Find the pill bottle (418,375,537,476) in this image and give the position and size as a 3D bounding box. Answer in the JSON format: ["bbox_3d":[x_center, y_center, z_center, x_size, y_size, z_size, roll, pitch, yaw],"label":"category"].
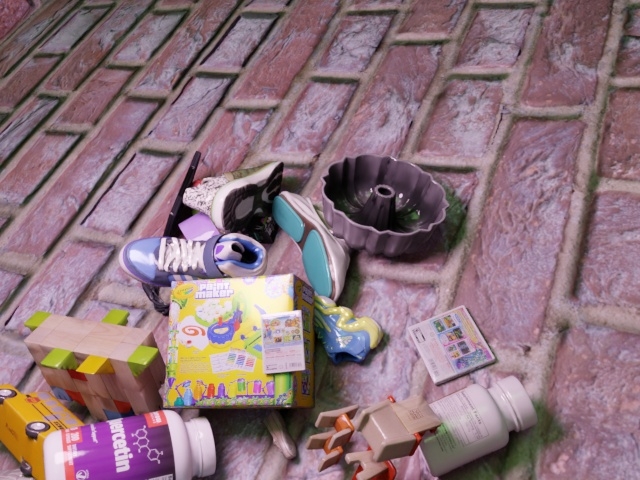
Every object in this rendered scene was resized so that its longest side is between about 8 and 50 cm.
[{"bbox_3d":[0.296,0.357,1.217,0.229,0.131,0.131,-23,48,-2],"label":"pill bottle"}]

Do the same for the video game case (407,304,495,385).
[{"bbox_3d":[0.292,0.233,1.398,0.143,0.019,0.157,-22,47,-1],"label":"video game case"}]

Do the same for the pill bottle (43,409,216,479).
[{"bbox_3d":[-0.388,0.454,1.274,0.323,0.181,0.181,-6,43,-25],"label":"pill bottle"}]

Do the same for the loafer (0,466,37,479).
[{"bbox_3d":[-0.703,0.575,1.399,0.320,0.112,0.111,-5,89,7],"label":"loafer"}]

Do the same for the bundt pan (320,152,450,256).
[{"bbox_3d":[0.154,-0.081,1.591,0.331,0.124,0.330,6,42,-5],"label":"bundt pan"}]

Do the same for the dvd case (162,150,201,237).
[{"bbox_3d":[-0.414,-0.123,1.841,0.022,0.180,0.252,20,52,-10],"label":"dvd case"}]

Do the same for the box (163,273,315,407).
[{"bbox_3d":[-0.173,0.233,1.389,0.290,0.177,0.279,-4,73,15],"label":"box"}]

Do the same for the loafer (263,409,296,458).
[{"bbox_3d":[-0.089,0.428,1.351,0.039,0.045,0.125,-40,41,7],"label":"loafer"}]

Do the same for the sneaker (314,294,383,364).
[{"bbox_3d":[0.020,0.212,1.459,0.240,0.091,0.126,16,59,28],"label":"sneaker"}]

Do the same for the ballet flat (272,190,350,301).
[{"bbox_3d":[0.000,0.000,1.628,0.139,0.139,0.400,-28,47,-6],"label":"ballet flat"}]

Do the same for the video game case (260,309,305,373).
[{"bbox_3d":[-0.077,0.208,1.269,0.087,0.011,0.121,-8,72,10],"label":"video game case"}]

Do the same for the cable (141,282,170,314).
[{"bbox_3d":[-0.403,0.128,1.708,0.151,0.047,0.184,-32,46,-16],"label":"cable"}]

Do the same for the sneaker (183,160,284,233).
[{"bbox_3d":[-0.228,-0.151,1.692,0.182,0.157,0.410,19,20,15],"label":"sneaker"}]

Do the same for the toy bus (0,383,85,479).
[{"bbox_3d":[-0.648,0.440,1.436,0.333,0.130,0.108,19,102,39],"label":"toy bus"}]

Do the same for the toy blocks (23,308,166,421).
[{"bbox_3d":[-0.498,0.317,1.442,0.382,0.260,0.190,6,37,22],"label":"toy blocks"}]

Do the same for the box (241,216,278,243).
[{"bbox_3d":[-0.171,-0.030,1.751,0.083,0.052,0.062,1,50,21],"label":"box"}]

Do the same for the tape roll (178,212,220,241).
[{"bbox_3d":[-0.297,0.018,1.662,0.080,0.189,0.189,-31,49,-10],"label":"tape roll"}]

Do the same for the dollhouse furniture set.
[{"bbox_3d":[0.114,0.416,1.168,0.135,0.259,0.262,-6,41,-32],"label":"dollhouse furniture set"}]

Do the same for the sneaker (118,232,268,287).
[{"bbox_3d":[-0.281,0.030,1.433,0.323,0.236,0.130,15,62,-23],"label":"sneaker"}]

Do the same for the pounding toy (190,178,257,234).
[{"bbox_3d":[-0.304,-0.121,1.835,0.183,0.110,0.237,-29,48,-7],"label":"pounding toy"}]
